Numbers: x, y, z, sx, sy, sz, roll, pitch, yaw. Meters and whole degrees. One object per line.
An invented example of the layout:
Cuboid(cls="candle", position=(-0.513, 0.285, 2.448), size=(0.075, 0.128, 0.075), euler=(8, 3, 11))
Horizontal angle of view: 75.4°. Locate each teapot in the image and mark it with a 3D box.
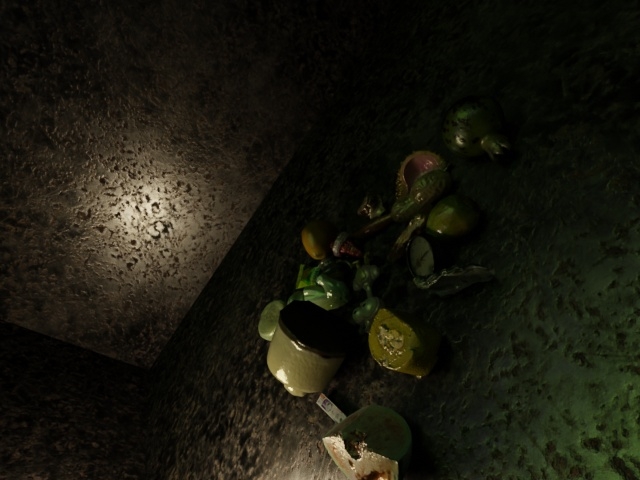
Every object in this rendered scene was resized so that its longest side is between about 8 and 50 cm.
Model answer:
Cuboid(cls="teapot", position=(0.069, 0.141, 1.960), size=(0.165, 0.130, 0.119), euler=(-23, 57, -2))

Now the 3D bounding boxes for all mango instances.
Cuboid(cls="mango", position=(0.000, 0.000, 2.057), size=(0.173, 0.211, 0.317), euler=(-31, 2, 16))

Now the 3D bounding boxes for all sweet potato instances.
Cuboid(cls="sweet potato", position=(0.249, -0.066, 1.931), size=(0.314, 0.066, 0.072), euler=(-33, 1, 39))

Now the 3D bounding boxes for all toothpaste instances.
Cuboid(cls="toothpaste", position=(0.051, 0.646, 1.569), size=(0.047, 0.040, 0.196), euler=(-58, 28, -9))

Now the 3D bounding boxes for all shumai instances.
Cuboid(cls="shumai", position=(0.260, -0.152, 1.963), size=(0.145, 0.145, 0.116), euler=(-53, 47, 10))

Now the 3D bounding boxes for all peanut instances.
Cuboid(cls="peanut", position=(0.412, -0.179, 1.718), size=(0.298, 0.136, 0.120), euler=(-45, 31, 25))

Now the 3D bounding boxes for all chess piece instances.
Cuboid(cls="chess piece", position=(-0.002, 0.262, 1.901), size=(0.298, 0.175, 0.176), euler=(-36, 35, 31))

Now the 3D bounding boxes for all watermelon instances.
Cuboid(cls="watermelon", position=(0.176, 0.648, 1.286), size=(0.322, 0.188, 0.175), euler=(3, 109, 52))

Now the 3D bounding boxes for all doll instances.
Cuboid(cls="doll", position=(0.194, 0.218, 1.713), size=(0.160, 0.094, 0.365), euler=(-39, 32, 36))

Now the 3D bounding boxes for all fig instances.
Cuboid(cls="fig", position=(0.459, -0.075, 1.506), size=(0.233, 0.167, 0.167), euler=(-24, 41, 27))

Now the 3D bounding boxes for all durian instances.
Cuboid(cls="durian", position=(0.424, -0.299, 1.868), size=(0.305, 0.185, 0.196), euler=(-51, 4, 28))

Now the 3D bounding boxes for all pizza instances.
Cuboid(cls="pizza", position=(0.352, -0.013, 1.651), size=(0.297, 0.071, 0.189), euler=(-53, -12, 25))

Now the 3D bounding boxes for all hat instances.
Cuboid(cls="hat", position=(0.160, 0.048, 1.926), size=(0.227, 0.140, 0.129), euler=(27, 96, 34))

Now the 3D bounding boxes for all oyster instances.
Cuboid(cls="oyster", position=(0.441, 0.131, 1.374), size=(0.252, 0.199, 0.087), euler=(109, 163, -67))

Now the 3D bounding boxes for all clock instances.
Cuboid(cls="clock", position=(0.378, 0.065, 1.522), size=(0.184, 0.040, 0.185), euler=(172, 90, -68))

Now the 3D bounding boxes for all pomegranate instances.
Cuboid(cls="pomegranate", position=(0.600, -0.401, 1.591), size=(0.242, 0.242, 0.306), euler=(-31, 69, 40))

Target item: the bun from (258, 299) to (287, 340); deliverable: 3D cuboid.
Cuboid(cls="bun", position=(-0.233, 0.428, 2.174), size=(0.221, 0.108, 0.221), euler=(-31, 38, 27))

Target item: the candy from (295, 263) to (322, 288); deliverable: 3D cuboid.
Cuboid(cls="candy", position=(-0.047, 0.185, 2.158), size=(0.246, 0.069, 0.149), euler=(-5, 62, 51))

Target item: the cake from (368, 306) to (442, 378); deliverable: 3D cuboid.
Cuboid(cls="cake", position=(0.279, 0.345, 1.388), size=(0.260, 0.156, 0.179), euler=(34, 108, 67))

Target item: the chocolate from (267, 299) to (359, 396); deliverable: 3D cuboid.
Cuboid(cls="chocolate", position=(-0.060, 0.448, 1.681), size=(0.297, 0.314, 0.326), euler=(-67, -12, 22))
